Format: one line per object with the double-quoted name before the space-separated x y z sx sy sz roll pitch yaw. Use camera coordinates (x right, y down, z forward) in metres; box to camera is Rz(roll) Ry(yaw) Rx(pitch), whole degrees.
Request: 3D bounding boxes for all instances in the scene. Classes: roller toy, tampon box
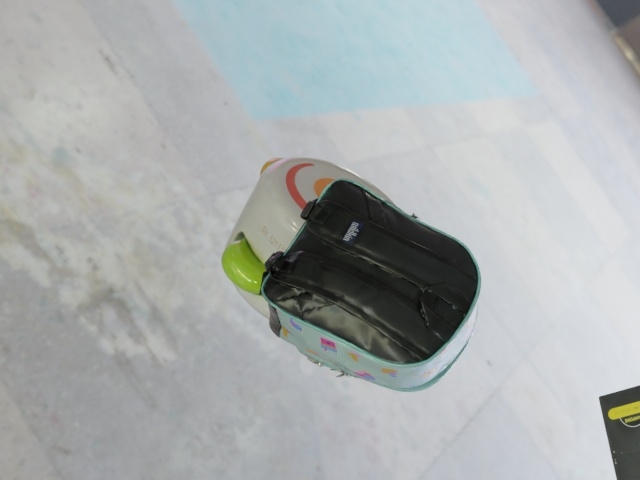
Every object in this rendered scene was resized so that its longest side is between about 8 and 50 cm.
"roller toy" 0.000 0.000 1.203 0.191 0.146 0.209 26 30 -7
"tampon box" 0.401 0.210 1.139 0.161 0.120 0.102 19 56 -44

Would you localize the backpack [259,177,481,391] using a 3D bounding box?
"backpack" 0.058 0.056 1.006 0.188 0.166 0.144 22 -28 24
